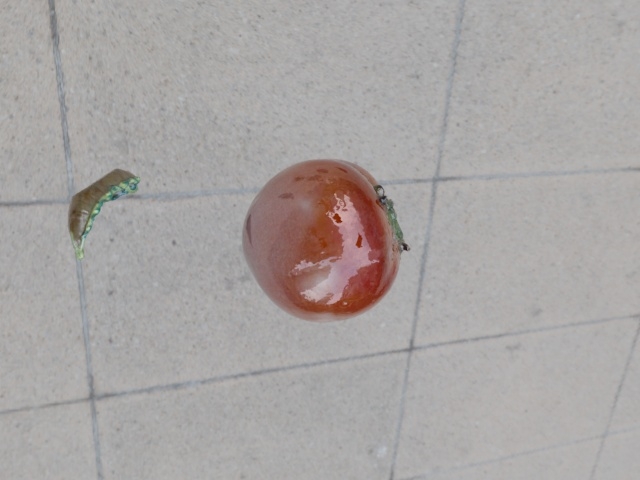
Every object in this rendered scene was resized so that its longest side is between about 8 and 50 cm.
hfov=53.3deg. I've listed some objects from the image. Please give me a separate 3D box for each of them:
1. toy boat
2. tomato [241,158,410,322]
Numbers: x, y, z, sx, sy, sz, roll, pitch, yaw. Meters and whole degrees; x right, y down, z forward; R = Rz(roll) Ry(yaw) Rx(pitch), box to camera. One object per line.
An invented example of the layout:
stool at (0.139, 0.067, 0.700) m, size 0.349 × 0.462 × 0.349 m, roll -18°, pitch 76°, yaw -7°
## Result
toy boat at (-0.481, -0.076, 1.373) m, size 0.109 × 0.293 × 0.099 m, roll -26°, pitch 114°, yaw 24°
tomato at (0.000, 0.000, 1.223) m, size 0.322 × 0.321 × 0.321 m, roll -9°, pitch 118°, yaw -17°
